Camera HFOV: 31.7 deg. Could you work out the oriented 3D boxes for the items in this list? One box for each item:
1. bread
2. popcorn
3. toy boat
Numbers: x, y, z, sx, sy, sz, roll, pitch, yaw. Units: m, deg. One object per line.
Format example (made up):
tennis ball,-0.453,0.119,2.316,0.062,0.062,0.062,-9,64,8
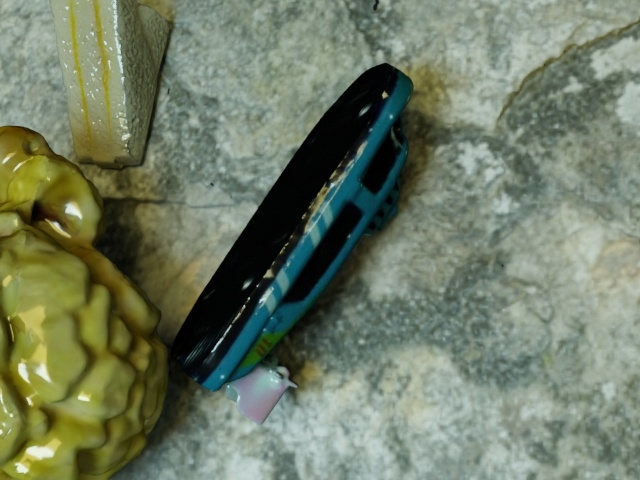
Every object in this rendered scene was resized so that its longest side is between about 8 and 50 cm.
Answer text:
bread,-0.201,-0.152,1.011,0.077,0.105,0.152,2,76,25
popcorn,-0.250,0.073,0.911,0.265,0.225,0.332,-21,61,34
toy boat,0.000,0.000,0.918,0.092,0.134,0.299,36,86,-15
